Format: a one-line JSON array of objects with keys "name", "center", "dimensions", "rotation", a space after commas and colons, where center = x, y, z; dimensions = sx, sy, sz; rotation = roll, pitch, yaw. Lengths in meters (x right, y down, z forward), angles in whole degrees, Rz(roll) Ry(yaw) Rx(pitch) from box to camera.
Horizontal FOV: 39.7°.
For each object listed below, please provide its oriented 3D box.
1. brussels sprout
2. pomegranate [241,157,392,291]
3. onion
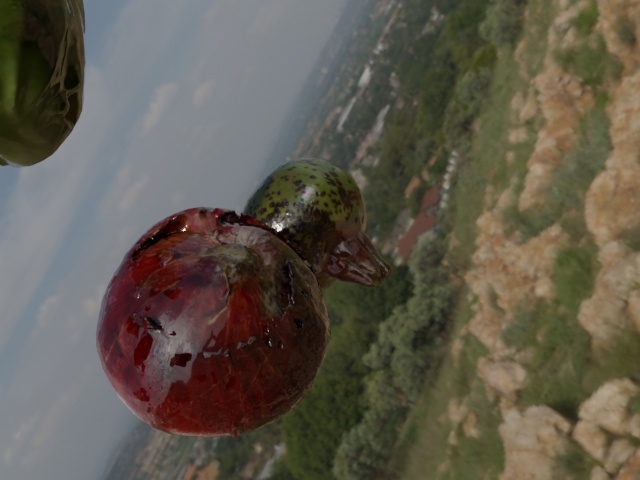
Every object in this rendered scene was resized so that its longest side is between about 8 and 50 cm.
[{"name": "brussels sprout", "center": [-0.410, -0.249, 0.973], "dimensions": [0.315, 0.371, 0.276], "rotation": [-47, 48, 7]}, {"name": "pomegranate", "center": [0.000, 0.000, 1.327], "dimensions": [0.214, 0.247, 0.214], "rotation": [-43, -27, -28]}, {"name": "onion", "center": [-0.123, 0.098, 1.041], "dimensions": [0.276, 0.276, 0.276], "rotation": [-61, 6, 11]}]
